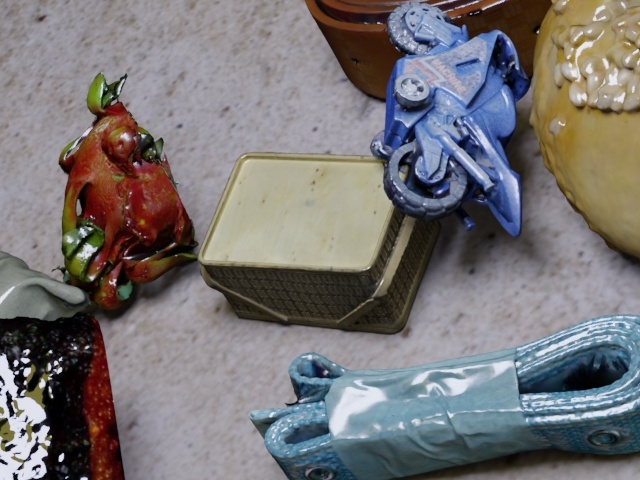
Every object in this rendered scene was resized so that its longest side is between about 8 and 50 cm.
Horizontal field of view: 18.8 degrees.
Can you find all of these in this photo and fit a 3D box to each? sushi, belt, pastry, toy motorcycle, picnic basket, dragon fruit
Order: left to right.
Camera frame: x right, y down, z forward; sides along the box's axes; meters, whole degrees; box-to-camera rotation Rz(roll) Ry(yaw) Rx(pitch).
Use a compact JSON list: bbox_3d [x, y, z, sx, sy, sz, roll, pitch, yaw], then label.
[{"bbox_3d":[-0.206,0.166,1.376,0.126,0.136,0.225,-5,69,-12],"label":"sushi"},{"bbox_3d":[-0.154,-0.027,1.527,0.142,0.138,0.175,30,82,15],"label":"dragon fruit"},{"bbox_3d":[0.000,0.000,1.468,0.164,0.079,0.115,5,55,28],"label":"picnic basket"},{"bbox_3d":[0.100,-0.093,1.422,0.114,0.076,0.205,9,52,-9],"label":"toy motorcycle"},{"bbox_3d":[0.100,0.113,1.338,0.302,0.072,0.087,-9,55,17],"label":"belt"},{"bbox_3d":[0.123,-0.215,1.564,0.261,0.105,0.184,-13,48,17],"label":"belt"},{"bbox_3d":[0.282,-0.126,1.362,0.284,0.184,0.315,-24,48,7],"label":"pastry"}]

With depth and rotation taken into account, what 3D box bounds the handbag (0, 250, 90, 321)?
[{"bbox_3d":[-0.359,0.119,1.529,0.253,0.109,0.316,24,67,42],"label":"handbag"}]
